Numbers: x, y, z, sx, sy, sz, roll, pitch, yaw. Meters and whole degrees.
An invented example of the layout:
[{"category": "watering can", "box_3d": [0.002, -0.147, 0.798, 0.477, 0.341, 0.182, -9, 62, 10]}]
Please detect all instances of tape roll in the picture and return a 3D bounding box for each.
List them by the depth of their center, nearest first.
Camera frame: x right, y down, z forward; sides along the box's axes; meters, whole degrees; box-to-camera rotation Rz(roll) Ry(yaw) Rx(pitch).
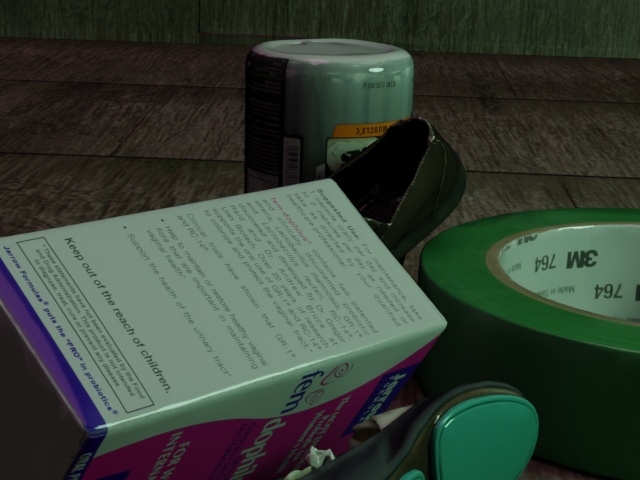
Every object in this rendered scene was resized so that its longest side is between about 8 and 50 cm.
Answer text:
[{"category": "tape roll", "box_3d": [0.220, 0.053, 0.825, 0.321, 0.077, 0.321, 1, 16, 0]}]

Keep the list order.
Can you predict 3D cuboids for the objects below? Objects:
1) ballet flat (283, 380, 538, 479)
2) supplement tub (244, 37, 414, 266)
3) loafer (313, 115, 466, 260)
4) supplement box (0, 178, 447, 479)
[{"category": "ballet flat", "box_3d": [0.031, 0.110, 0.619, 0.074, 0.074, 0.203, 12, 21, 31]}, {"category": "supplement tub", "box_3d": [0.004, -0.041, 0.924, 0.117, 0.190, 0.117, 1, 16, 0]}, {"category": "loafer", "box_3d": [0.000, 0.000, 0.810, 0.080, 0.078, 0.220, 32, 69, 28]}, {"category": "supplement box", "box_3d": [-0.065, 0.057, 0.645, 0.220, 0.111, 0.114, -14, 56, -42]}]
